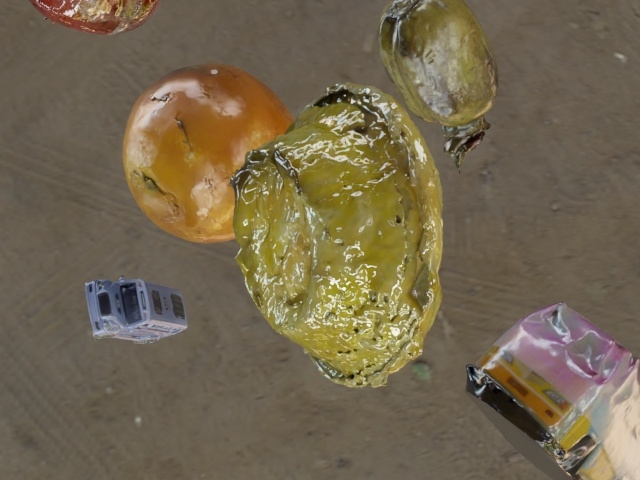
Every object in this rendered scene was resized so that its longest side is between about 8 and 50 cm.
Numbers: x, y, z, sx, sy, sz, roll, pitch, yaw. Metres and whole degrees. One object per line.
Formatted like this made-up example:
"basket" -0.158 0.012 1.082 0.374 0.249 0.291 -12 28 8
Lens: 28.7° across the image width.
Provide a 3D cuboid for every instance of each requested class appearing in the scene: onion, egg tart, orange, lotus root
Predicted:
"onion" -0.220 -0.303 1.246 0.159 0.159 0.194 40 127 27
"egg tart" 0.000 0.000 1.343 0.345 0.132 0.345 24 117 58
"orange" -0.152 -0.119 1.712 0.246 0.246 0.246 1 91 34
"lotus root" 0.178 -0.233 1.772 0.154 0.154 0.278 -9 119 34

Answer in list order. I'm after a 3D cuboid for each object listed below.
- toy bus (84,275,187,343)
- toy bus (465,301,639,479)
"toy bus" -0.235 0.087 1.602 0.076 0.167 0.073 -15 78 16
"toy bus" 0.312 0.202 1.554 0.171 0.386 0.162 37 85 31
